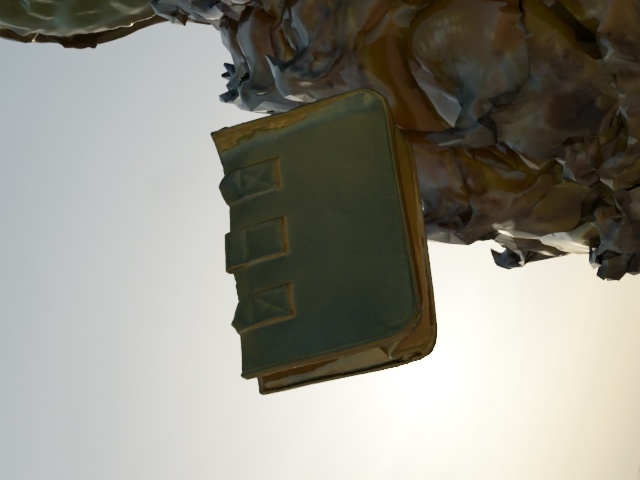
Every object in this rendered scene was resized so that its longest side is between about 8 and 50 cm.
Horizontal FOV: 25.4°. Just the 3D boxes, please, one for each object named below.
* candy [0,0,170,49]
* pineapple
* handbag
[{"bbox_3d":[-0.186,-0.246,1.086,0.260,0.260,0.118,62,-166,-68],"label":"candy"},{"bbox_3d":[0.100,-0.159,0.544,0.352,0.300,0.352,-25,-46,-29],"label":"pineapple"},{"bbox_3d":[0.000,0.000,0.425,0.027,0.061,0.083,50,-150,-58],"label":"handbag"}]
